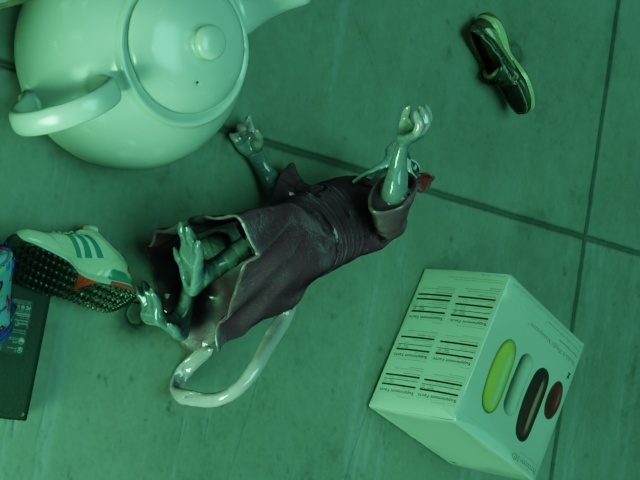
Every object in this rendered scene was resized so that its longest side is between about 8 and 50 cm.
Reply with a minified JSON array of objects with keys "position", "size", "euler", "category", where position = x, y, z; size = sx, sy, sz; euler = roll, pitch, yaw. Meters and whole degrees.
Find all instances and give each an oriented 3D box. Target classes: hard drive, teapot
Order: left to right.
[{"position":[-0.318,0.105,1.177],"size":[0.094,0.022,0.135],"euler":[15,82,-42],"category":"hard drive"},{"position":[-0.166,-0.184,1.187],"size":[0.252,0.187,0.256],"euler":[22,79,-40],"category":"teapot"}]

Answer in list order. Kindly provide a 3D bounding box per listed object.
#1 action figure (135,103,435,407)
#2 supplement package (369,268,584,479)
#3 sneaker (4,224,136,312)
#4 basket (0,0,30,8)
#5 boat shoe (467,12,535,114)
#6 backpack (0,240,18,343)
[{"position":[0.000,0.000,1.307],"size":[0.370,0.248,0.275],"euler":[-22,108,-36],"category":"action figure"},{"position":[0.206,0.173,1.565],"size":[0.194,0.149,0.203],"euler":[39,67,-36],"category":"supplement package"},{"position":[-0.252,0.014,1.207],"size":[0.161,0.057,0.075],"euler":[30,36,-45],"category":"sneaker"},{"position":[-0.325,-0.318,1.066],"size":[0.204,0.154,0.227],"euler":[-24,112,-32],"category":"basket"},{"position":[0.240,-0.233,1.640],"size":[0.049,0.056,0.152],"euler":[-39,108,-28],"category":"boat shoe"},{"position":[-0.346,0.081,1.051],"size":[0.158,0.117,0.173],"euler":[-42,151,-52],"category":"backpack"}]
